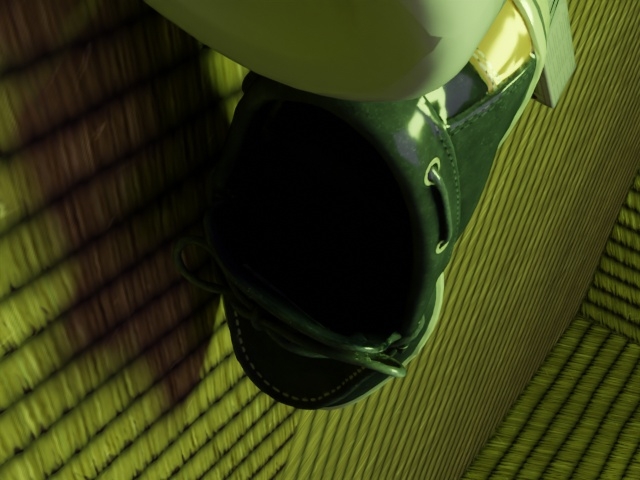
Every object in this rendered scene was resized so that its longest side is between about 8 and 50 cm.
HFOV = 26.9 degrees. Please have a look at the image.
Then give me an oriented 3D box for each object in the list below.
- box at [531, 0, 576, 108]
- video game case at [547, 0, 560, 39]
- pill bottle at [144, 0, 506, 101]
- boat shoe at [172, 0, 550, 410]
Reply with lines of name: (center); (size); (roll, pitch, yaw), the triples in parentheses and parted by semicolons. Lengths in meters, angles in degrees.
box: (0.242, -0.233, 1.516); (0.067, 0.063, 0.324); (-61, 163, -3)
video game case: (0.153, -0.210, 0.981); (0.300, 0.036, 0.329); (-54, 162, -49)
pill bottle: (0.058, -0.285, 0.607); (0.408, 0.229, 0.229); (-59, 163, -15)
boat shoe: (0.000, 0.000, 0.867); (0.156, 0.186, 0.500); (-53, 173, -30)
